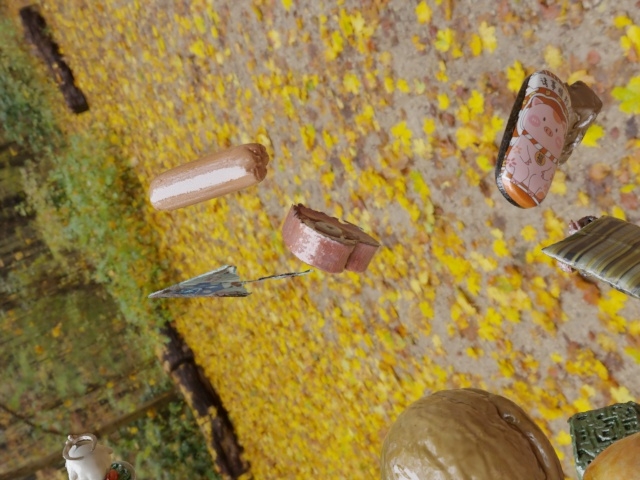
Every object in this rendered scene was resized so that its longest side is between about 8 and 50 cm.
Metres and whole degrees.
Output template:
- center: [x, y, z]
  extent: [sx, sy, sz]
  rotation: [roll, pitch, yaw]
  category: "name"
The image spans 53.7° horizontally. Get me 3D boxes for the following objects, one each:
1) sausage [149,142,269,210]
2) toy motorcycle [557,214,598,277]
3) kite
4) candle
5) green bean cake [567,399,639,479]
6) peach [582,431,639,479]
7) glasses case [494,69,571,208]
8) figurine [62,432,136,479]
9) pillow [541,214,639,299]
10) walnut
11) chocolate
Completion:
- center: [-0.224, -0.121, 1.239]
  extent: [0.289, 0.086, 0.086]
  rotation: [-12, 106, 30]
  category: "sausage"
- center: [0.717, 0.017, 1.752]
  extent: [0.118, 0.212, 0.084]
  rotation: [-13, 133, 32]
  category: "toy motorcycle"
- center: [-0.166, 0.080, 1.168]
  extent: [0.335, 0.315, 0.011]
  rotation: [90, 171, -78]
  category: "kite"
- center: [0.000, 0.000, 1.833]
  extent: [0.287, 0.317, 0.131]
  rotation: [33, 105, 25]
  category: "candle"
- center: [0.635, 0.445, 1.365]
  extent: [0.173, 0.181, 0.094]
  rotation: [-20, 116, 26]
  category: "green bean cake"
- center: [0.457, 0.357, 0.835]
  extent: [0.214, 0.214, 0.235]
  rotation: [34, 125, 52]
  category: "peach"
- center: [0.369, -0.177, 1.090]
  extent: [0.103, 0.266, 0.067]
  rotation: [34, 156, -26]
  category: "glasses case"
- center: [-0.459, 0.459, 1.280]
  extent: [0.132, 0.132, 0.153]
  rotation: [35, 147, 52]
  category: "figurine"
- center: [0.554, 0.025, 1.152]
  extent: [0.212, 0.208, 0.052]
  rotation: [34, 135, 43]
  category: "pillow"
- center: [0.258, 0.411, 1.075]
  extent: [0.333, 0.333, 0.332]
  rotation: [49, 154, 34]
  category: "walnut"
- center: [0.584, -0.274, 1.536]
  extent: [0.093, 0.149, 0.214]
  rotation: [55, 144, 31]
  category: "chocolate"
